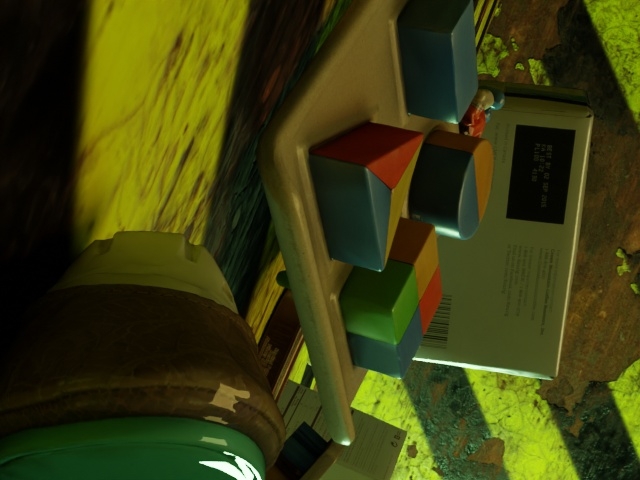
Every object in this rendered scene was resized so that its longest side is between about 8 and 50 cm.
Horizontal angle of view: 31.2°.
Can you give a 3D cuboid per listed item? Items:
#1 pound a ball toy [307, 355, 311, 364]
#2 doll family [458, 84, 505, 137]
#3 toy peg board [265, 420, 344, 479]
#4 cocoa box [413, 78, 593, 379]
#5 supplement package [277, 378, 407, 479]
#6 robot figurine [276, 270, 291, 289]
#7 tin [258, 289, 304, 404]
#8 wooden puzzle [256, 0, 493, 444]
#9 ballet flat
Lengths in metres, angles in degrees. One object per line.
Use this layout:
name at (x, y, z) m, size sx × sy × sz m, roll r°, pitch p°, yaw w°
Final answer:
pound a ball toy at (0.073, 0.136, 1.812) m, size 0.319 × 0.136 × 0.208 m, roll -36°, pitch 148°, yaw -77°
doll family at (0.091, -0.076, 1.283) m, size 0.163 × 0.118 × 0.263 m, roll -48°, pitch 165°, yaw -54°
toy peg board at (-0.056, 0.248, 1.203) m, size 0.160 × 0.079 × 0.161 m, roll -49°, pitch 175°, yaw 3°
cocoa box at (0.224, -0.029, 1.521) m, size 0.228 × 0.232 × 0.347 m, roll -55°, pitch 150°, yaw -71°
supplement package at (-0.004, 0.258, 1.376) m, size 0.105 × 0.179 × 0.105 m, roll -59°, pitch 170°, yaw -55°
robot figurine at (0.000, 0.000, 0.998) m, size 0.101 × 0.067 × 0.115 m, roll -52°, pitch 168°, yaw -20°
tin at (-0.050, 0.133, 1.206) m, size 0.106 × 0.040 × 0.189 m, roll 54°, pitch 59°, yaw -78°
wooden puzzle at (0.068, -0.055, 0.916) m, size 0.322 × 0.081 × 0.347 m, roll 77°, pitch 30°, yaw -47°
ballet flat at (-0.076, 0.072, 0.495) m, size 0.342 × 0.116 × 0.124 m, roll 101°, pitch -7°, yaw -64°
